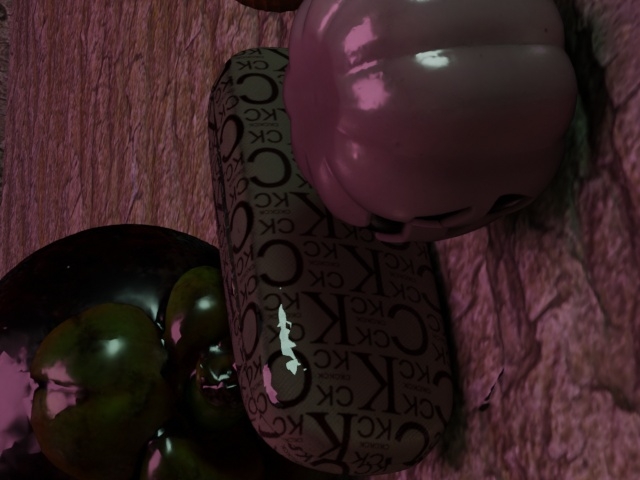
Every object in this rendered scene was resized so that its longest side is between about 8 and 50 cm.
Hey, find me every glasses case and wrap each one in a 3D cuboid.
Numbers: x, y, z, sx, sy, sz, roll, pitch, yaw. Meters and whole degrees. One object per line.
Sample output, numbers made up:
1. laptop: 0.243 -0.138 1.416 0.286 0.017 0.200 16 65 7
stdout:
1. glasses case: 0.000 0.000 0.942 0.085 0.137 0.354 119 151 -43

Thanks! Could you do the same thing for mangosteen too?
1. mangosteen: -0.135 0.120 1.039 0.300 0.300 0.300 -171 90 -69

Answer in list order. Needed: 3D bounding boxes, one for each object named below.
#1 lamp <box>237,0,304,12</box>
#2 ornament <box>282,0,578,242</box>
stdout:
1. lamp: -0.035 -0.258 1.144 0.136 0.136 0.136 -171 90 -69
2. ornament: 0.068 -0.087 0.801 0.177 0.178 0.177 -171 90 -69
